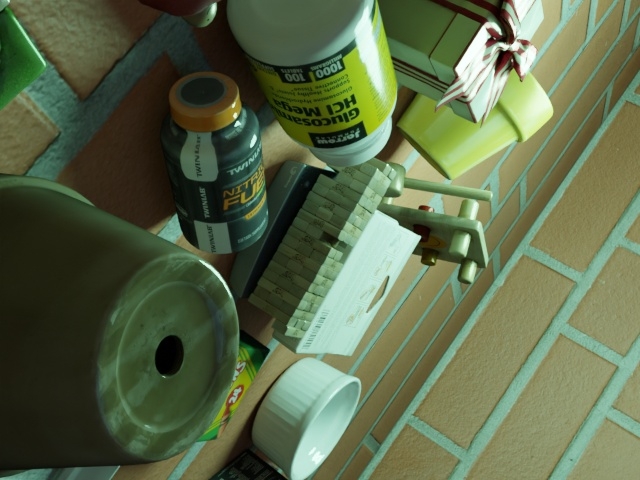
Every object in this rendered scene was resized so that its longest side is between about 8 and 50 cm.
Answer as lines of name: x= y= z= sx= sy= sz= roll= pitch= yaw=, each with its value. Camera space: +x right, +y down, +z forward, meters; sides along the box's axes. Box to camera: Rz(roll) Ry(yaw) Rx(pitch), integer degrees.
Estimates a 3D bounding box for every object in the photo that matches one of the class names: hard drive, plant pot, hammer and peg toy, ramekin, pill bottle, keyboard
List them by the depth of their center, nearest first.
plant pot: x=-0.244 y=0.095 z=0.791 sx=0.323 sy=0.280 sz=0.323 roll=-11 pitch=103 yaw=-57
pill bottle: x=-0.141 y=-0.104 z=1.069 sx=0.130 sy=0.130 sz=0.245 roll=-44 pitch=152 yaw=-29
pill bottle: x=0.006 y=-0.242 z=1.119 sx=0.188 sy=0.188 sz=0.334 roll=-54 pitch=155 yaw=-11
keyboard: x=-0.333 y=0.320 z=1.257 sx=0.256 sy=0.072 sz=0.014 roll=-54 pitch=-162 yaw=3
hard drive: x=-0.064 y=-0.020 z=1.410 sx=0.172 sy=0.054 sz=0.254 roll=4 pitch=115 yaw=-64
plant pot: x=0.293 y=-0.259 z=1.614 sx=0.239 sy=0.254 sz=0.254 roll=-45 pitch=156 yaw=4
hammer and peg toy: x=0.229 y=-0.026 z=1.717 sx=0.361 sy=0.266 sz=0.127 roll=56 pitch=49 yaw=-65
ramekin: x=-0.036 y=0.407 z=1.863 sx=0.277 sy=0.135 sz=0.277 roll=-46 pitch=154 yaw=-30

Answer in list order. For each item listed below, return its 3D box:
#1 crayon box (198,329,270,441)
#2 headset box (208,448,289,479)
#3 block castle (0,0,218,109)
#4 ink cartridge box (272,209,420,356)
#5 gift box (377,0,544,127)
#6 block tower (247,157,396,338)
crayon box: x=-0.230 y=0.250 z=1.378 sx=0.202 sy=0.081 sz=0.318 roll=-60 pitch=156 yaw=4
headset box: x=-0.130 y=0.630 z=1.758 sx=0.218 sy=0.293 sz=0.110 roll=-30 pitch=144 yaw=-48
block castle: x=-0.299 y=-0.134 z=0.519 sx=0.453 sy=0.303 sz=0.213 roll=-50 pitch=156 yaw=-17
ink cartridge box: x=0.056 y=0.082 z=1.542 sx=0.296 sy=0.066 sz=0.261 roll=-60 pitch=154 yaw=4
gift box: x=0.210 y=-0.341 z=1.310 sx=0.276 sy=0.258 sz=0.255 roll=-61 pitch=156 yaw=3
block tower: x=0.000 y=0.000 z=1.377 sx=0.335 sy=0.097 sz=0.091 roll=-62 pitch=156 yaw=1
